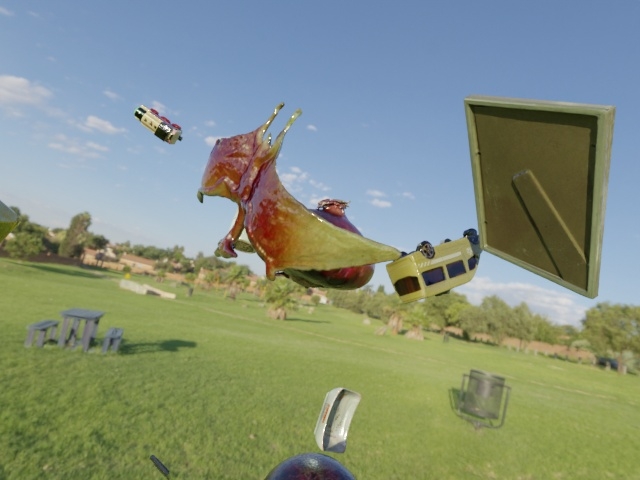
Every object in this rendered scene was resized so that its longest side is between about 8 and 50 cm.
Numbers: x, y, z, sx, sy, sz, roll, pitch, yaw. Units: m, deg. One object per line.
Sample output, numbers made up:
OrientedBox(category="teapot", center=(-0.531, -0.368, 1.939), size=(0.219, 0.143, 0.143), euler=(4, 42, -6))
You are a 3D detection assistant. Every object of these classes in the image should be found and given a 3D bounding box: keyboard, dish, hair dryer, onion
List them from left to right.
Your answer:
OrientedBox(category="keyboard", center=(-0.403, 0.576, 1.044), size=(0.061, 0.013, 0.204), euler=(41, -35, 10))
OrientedBox(category="hair dryer", center=(-0.204, -0.101, 1.202), size=(0.108, 0.173, 0.357), euler=(16, -23, -5))
OrientedBox(category="onion", center=(0.000, 0.000, 1.178), size=(0.348, 0.285, 0.347), euler=(21, -10, 4))
OrientedBox(category="dish", center=(0.050, 0.628, 1.460), size=(0.077, 0.212, 0.151), euler=(5, -22, 42))

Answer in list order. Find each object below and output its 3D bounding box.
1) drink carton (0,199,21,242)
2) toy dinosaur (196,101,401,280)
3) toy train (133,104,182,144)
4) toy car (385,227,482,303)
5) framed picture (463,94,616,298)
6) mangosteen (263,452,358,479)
OrientedBox(category="drink carton", center=(-0.332, -0.047, 0.310), size=(0.084, 0.074, 0.200), euler=(32, -20, 9))
OrientedBox(category="toy dinosaur", center=(-0.049, -0.057, 0.496), size=(0.113, 0.206, 0.327), euler=(12, -6, -39))
OrientedBox(category="toy train", center=(-0.441, -0.314, 1.116), size=(0.138, 0.050, 0.087), euler=(35, 12, -3))
OrientedBox(category="toy car", center=(0.277, 0.058, 0.941), size=(0.257, 0.124, 0.101), euler=(-12, -11, -33))
OrientedBox(category="framed picture", center=(0.347, -0.075, 0.682), size=(0.240, 0.020, 0.324), euler=(34, -31, 55))
OrientedBox(category="mangosteen", center=(-0.002, 0.597, 0.862), size=(0.300, 0.300, 0.300), euler=(14, -8, 2))
